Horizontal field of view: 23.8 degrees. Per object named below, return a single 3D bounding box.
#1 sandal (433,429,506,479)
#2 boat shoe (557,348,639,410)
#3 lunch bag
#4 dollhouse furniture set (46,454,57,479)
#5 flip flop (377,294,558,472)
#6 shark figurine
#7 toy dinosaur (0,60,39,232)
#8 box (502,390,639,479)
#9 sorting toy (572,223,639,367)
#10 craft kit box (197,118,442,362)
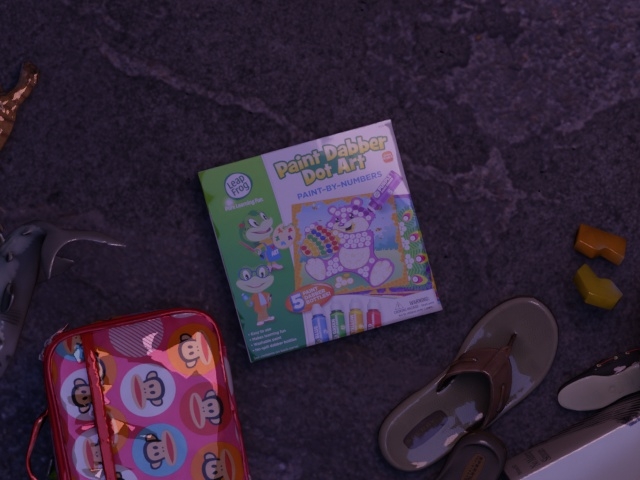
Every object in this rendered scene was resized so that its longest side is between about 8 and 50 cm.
[{"bbox_3d":[0.167,0.336,1.859,0.090,0.060,0.219,24,111,-3],"label":"sandal"},{"bbox_3d":[0.356,0.174,1.887,0.133,0.042,0.049,-21,117,1],"label":"boat shoe"},{"bbox_3d":[-0.226,0.236,1.822,0.258,0.120,0.293,-10,85,-10],"label":"lunch bag"},{"bbox_3d":[-0.294,0.267,1.873,0.076,0.058,0.152,14,92,-1],"label":"dollhouse furniture set"},{"bbox_3d":[0.185,0.183,1.864,0.277,0.080,0.112,-40,92,1],"label":"flip flop"},{"bbox_3d":[-0.337,0.027,1.833,0.116,0.278,0.166,-1,57,-37],"label":"shark figurine"},{"bbox_3d":[-0.410,-0.127,1.859,0.112,0.064,0.212,21,92,-2],"label":"toy dinosaur"},{"bbox_3d":[0.364,0.260,1.853,0.275,0.113,0.094,-28,94,-1],"label":"box"},{"bbox_3d":[0.450,0.081,1.823,0.307,0.041,0.229,19,50,-1],"label":"sorting toy"},{"bbox_3d":[0.000,0.000,1.872,0.249,0.061,0.247,-16,89,0],"label":"craft kit box"}]
